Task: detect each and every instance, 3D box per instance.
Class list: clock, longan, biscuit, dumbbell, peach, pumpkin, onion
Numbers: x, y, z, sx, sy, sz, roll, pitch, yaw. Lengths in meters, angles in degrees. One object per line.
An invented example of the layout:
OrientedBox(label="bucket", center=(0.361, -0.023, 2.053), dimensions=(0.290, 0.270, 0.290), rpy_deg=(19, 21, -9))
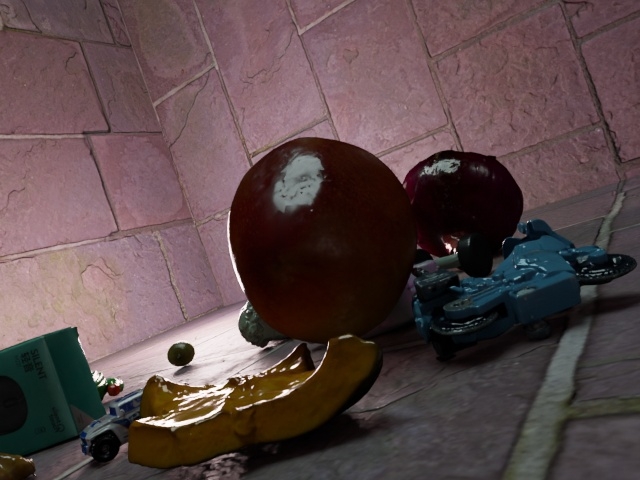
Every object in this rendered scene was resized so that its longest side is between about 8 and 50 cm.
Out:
OrientedBox(label="clock", center=(0.100, 0.125, 1.029), dimensions=(0.247, 0.090, 0.227), rpy_deg=(-22, -2, 31))
OrientedBox(label="longan", center=(-0.378, 0.308, 1.444), dimensions=(0.075, 0.075, 0.083), rpy_deg=(-20, 2, 2))
OrientedBox(label="biscuit", center=(-0.519, 0.358, 0.796), dimensions=(0.183, 0.061, 0.118), rpy_deg=(-19, 1, 24))
OrientedBox(label="dumbbell", center=(0.291, 0.051, 1.232), dimensions=(0.191, 0.100, 0.100), rpy_deg=(-19, 0, 44))
OrientedBox(label="peach", center=(0.000, 0.000, 0.802), dimensions=(0.307, 0.308, 0.332), rpy_deg=(-20, 9, 18))
OrientedBox(label="pumpkin", center=(-0.087, 0.180, 0.613), dimensions=(0.258, 0.095, 0.290), rpy_deg=(-13, -6, -15))
OrientedBox(label="onion", center=(0.385, -0.061, 1.469), dimensions=(0.347, 0.348, 0.385), rpy_deg=(-20, 34, 24))

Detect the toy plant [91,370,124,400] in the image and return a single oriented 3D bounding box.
OrientedBox(label="toy plant", center=(-0.559, 0.363, 1.296), dimensions=(0.154, 0.088, 0.240), rpy_deg=(1, -8, -43))

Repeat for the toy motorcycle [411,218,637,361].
OrientedBox(label="toy motorcycle", center=(0.238, 0.057, 0.686), dimensions=(0.272, 0.124, 0.182), rpy_deg=(-19, 10, -6))

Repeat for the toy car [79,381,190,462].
OrientedBox(label="toy car", center=(-0.273, 0.264, 0.802), dimensions=(0.170, 0.070, 0.080), rpy_deg=(-20, -1, -32))

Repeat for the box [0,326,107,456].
OrientedBox(label="box", center=(-0.610, 0.316, 1.035), dimensions=(0.311, 0.205, 0.118), rpy_deg=(-19, 1, 0))

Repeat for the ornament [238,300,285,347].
OrientedBox(label="ornament", center=(-0.066, 0.169, 1.308), dimensions=(0.285, 0.121, 0.130), rpy_deg=(-18, -3, -24))
